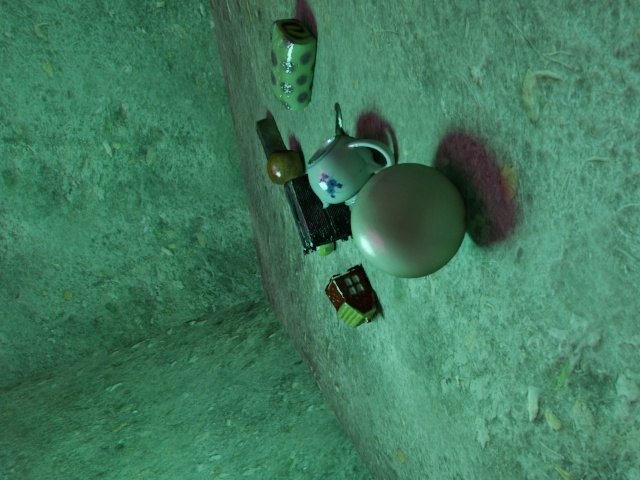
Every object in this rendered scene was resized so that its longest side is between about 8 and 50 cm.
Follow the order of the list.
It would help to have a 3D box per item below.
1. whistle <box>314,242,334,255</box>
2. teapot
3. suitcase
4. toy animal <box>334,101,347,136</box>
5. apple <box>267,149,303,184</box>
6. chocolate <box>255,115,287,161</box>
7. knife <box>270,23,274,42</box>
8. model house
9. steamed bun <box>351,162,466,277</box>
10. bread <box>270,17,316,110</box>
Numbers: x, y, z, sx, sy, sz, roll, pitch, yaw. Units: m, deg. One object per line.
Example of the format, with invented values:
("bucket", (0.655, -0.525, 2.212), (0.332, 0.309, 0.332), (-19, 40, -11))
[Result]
("whistle", (0.000, 0.000, 2.374), (0.223, 0.122, 0.123), (-109, 11, -57))
("teapot", (0.102, -0.231, 1.697), (0.280, 0.252, 0.423), (43, 142, -16))
("suitcase", (-0.009, -0.131, 2.077), (0.336, 0.229, 0.152), (72, 161, 1))
("toy animal", (0.080, -0.430, 1.857), (0.075, 0.041, 0.217), (-136, 38, -58))
("apple", (-0.182, -0.379, 2.421), (0.188, 0.188, 0.174), (-144, 49, -61))
("chocolate", (-0.273, -0.538, 2.663), (0.112, 0.111, 0.322), (122, 129, -70))
("knife", (-0.174, -0.830, 2.227), (0.132, 0.038, 0.399), (130, 120, -72))
("model house", (0.146, 0.271, 2.112), (0.254, 0.159, 0.196), (64, 159, 21))
("steamed bun", (0.237, -0.059, 1.288), (0.325, 0.324, 0.206), (65, -173, 21))
("bread", (-0.123, -0.734, 1.979), (0.187, 0.155, 0.338), (58, 157, 25))
